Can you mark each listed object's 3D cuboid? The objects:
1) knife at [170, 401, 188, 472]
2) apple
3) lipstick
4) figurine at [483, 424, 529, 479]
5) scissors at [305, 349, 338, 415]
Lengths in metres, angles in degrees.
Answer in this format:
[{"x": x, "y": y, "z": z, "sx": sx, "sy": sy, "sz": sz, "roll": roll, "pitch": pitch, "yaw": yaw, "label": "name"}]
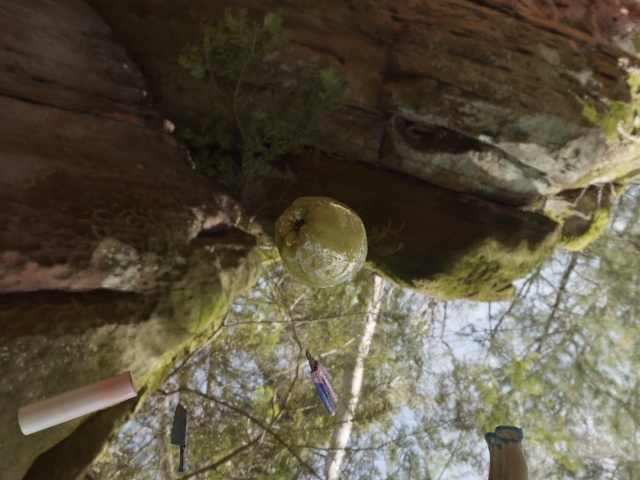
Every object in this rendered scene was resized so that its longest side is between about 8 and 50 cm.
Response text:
[{"x": -0.453, "y": 0.630, "z": 1.521, "sx": 0.060, "sy": 0.230, "sz": 0.028, "roll": 3, "pitch": -174, "yaw": 11, "label": "knife"}, {"x": 0.000, "y": 0.000, "z": 0.968, "sx": 0.200, "sy": 0.199, "sz": 0.200, "roll": 11, "pitch": -152, "yaw": -6, "label": "apple"}, {"x": -0.760, "y": 0.509, "z": 1.501, "sx": 0.327, "sy": 0.087, "sz": 0.087, "roll": -16, "pitch": -142, "yaw": -19, "label": "lipstick"}, {"x": 0.202, "y": 0.314, "z": 0.457, "sx": 0.103, "sy": 0.205, "sz": 0.259, "roll": 19, "pitch": -125, "yaw": -9, "label": "figurine"}, {"x": 0.001, "y": 0.211, "z": 0.713, "sx": 0.012, "sy": 0.113, "sz": 0.039, "roll": -16, "pitch": -158, "yaw": 19, "label": "scissors"}]
